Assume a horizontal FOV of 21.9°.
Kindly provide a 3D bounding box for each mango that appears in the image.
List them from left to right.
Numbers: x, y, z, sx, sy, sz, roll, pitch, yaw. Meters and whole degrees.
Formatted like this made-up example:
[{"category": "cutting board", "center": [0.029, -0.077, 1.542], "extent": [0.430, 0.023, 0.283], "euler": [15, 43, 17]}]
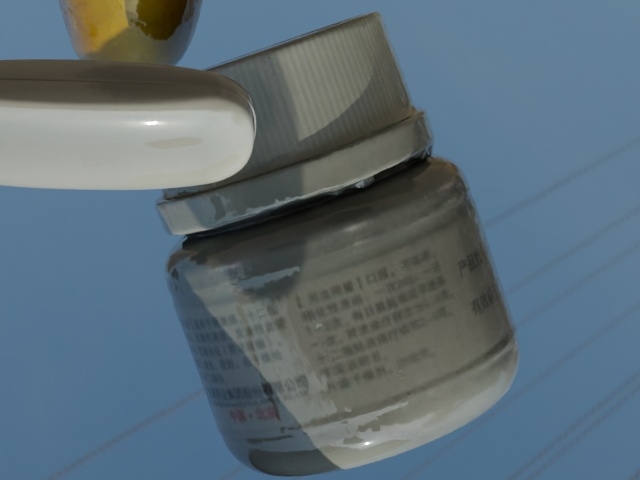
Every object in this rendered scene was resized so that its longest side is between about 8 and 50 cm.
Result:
[{"category": "mango", "center": [-0.170, -0.219, 1.385], "extent": [0.119, 0.176, 0.317], "euler": [-17, -179, -17]}]

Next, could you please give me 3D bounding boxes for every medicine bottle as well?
[{"category": "medicine bottle", "center": [0.000, 0.000, 1.260], "extent": [0.245, 0.306, 0.245], "euler": [-18, -173, 2]}]

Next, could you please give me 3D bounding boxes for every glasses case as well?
[{"category": "glasses case", "center": [-0.135, -0.065, 0.932], "extent": [0.197, 0.076, 0.049], "euler": [1, -129, -4]}]
